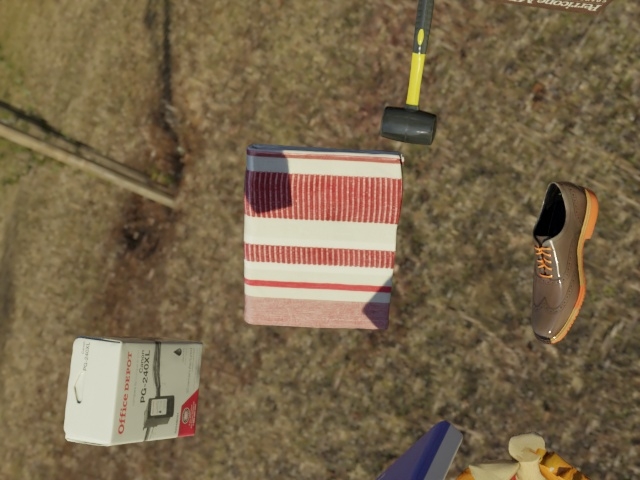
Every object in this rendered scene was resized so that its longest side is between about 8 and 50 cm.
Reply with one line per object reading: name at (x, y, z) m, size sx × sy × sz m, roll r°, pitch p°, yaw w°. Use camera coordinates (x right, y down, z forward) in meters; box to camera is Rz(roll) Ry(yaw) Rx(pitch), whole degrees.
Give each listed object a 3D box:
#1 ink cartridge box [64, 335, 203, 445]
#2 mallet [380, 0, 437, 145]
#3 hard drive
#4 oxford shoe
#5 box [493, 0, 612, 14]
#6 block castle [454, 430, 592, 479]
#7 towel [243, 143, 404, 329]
ink cartridge box at (-0.198, 0.159, 1.087) m, size 0.063 × 0.150 × 0.109 m, roll 4°, pitch 87°, yaw 28°
mallet at (0.097, -0.198, 1.098) m, size 0.039 × 0.062 × 0.190 m, roll -52°, pitch -37°, yaw -67°
hard drive at (0.055, 0.363, 1.196) m, size 0.210 × 0.040 × 0.319 m, roll -50°, pitch -2°, yaw 31°
oxford shoe at (0.380, 0.034, 1.667) m, size 0.097 × 0.098 × 0.271 m, roll 3°, pitch 80°, yaw 50°
box at (0.319, -0.405, 1.146) m, size 0.381 × 0.191 × 0.143 m, roll 138°, pitch 135°, yaw -73°
block castle at (0.273, 0.531, 1.449) m, size 0.303 × 0.213 × 0.453 m, roll 34°, pitch 72°, yaw 34°
towel at (0.000, 0.000, 1.556) m, size 0.037 × 0.237 × 0.329 m, roll -89°, pitch 2°, yaw -55°
